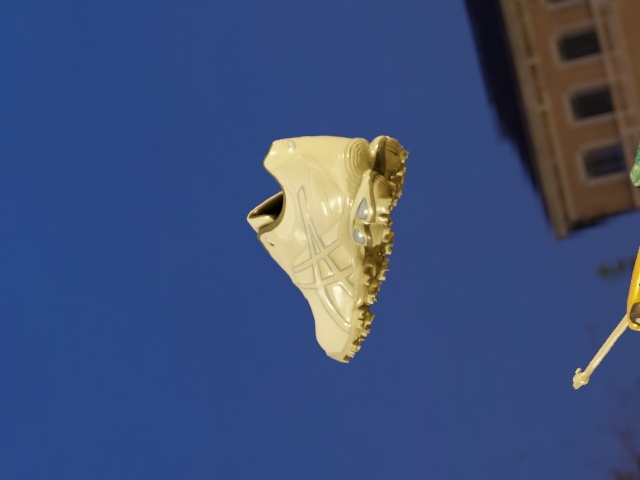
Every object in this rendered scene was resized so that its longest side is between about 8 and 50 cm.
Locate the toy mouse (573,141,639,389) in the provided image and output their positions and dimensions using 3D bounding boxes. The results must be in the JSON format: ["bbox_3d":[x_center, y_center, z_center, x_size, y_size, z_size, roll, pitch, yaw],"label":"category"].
[{"bbox_3d":[0.119,-0.044,0.548,0.161,0.031,0.143,113,172,-66],"label":"toy mouse"}]

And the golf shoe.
[{"bbox_3d":[0.000,0.000,1.153,0.176,0.086,0.069,96,-172,-47],"label":"golf shoe"}]
